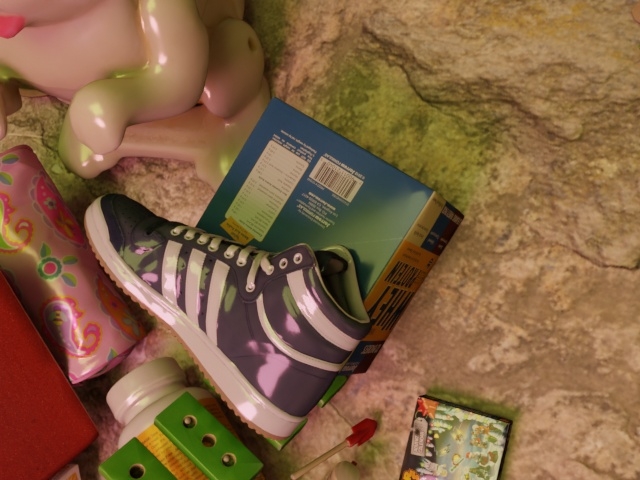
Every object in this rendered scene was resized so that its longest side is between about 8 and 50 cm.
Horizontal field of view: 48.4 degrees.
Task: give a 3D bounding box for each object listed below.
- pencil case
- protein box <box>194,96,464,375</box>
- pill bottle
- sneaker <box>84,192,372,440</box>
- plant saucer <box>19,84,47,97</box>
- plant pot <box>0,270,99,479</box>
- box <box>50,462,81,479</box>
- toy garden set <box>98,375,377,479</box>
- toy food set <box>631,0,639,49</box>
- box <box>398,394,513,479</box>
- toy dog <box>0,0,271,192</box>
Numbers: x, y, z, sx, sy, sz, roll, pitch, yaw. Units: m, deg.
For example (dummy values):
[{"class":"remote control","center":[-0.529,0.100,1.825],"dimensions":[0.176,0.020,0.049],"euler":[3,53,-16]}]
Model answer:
[{"class":"pencil case","center":[-0.321,0.031,0.832],"dimensions":[0.124,0.124,0.284],"euler":[-31,92,16]},{"class":"protein box","center":[0.000,0.000,0.732],"dimensions":[0.200,0.136,0.201],"euler":[34,96,23]},{"class":"pill bottle","center":[-0.144,0.235,0.770],"dimensions":[0.117,0.118,0.208],"euler":[-43,69,12]},{"class":"sneaker","center":[-0.078,0.021,0.630],"dimensions":[0.282,0.099,0.153],"euler":[45,107,15]},{"class":"plant saucer","center":[-0.367,-0.328,0.989],"dimensions":[0.278,0.041,0.277],"euler":[-4,80,22]},{"class":"plant pot","center":[-0.451,0.185,0.742],"dimensions":[0.268,0.235,0.267],"euler":[0,124,29]},{"class":"box","center":[-0.359,0.343,0.784],"dimensions":[0.103,0.203,0.114],"euler":[-1,107,22]},{"class":"toy garden set","center":[-0.055,0.219,0.706],"dimensions":[0.204,0.244,0.049],"euler":[39,141,16]},{"class":"toy food set","center":[0.346,-0.162,0.624],"dimensions":[0.039,0.132,0.192],"euler":[-14,72,-26]},{"class":"box","center":[0.128,0.232,0.703],"dimensions":[0.094,0.027,0.136],"euler":[12,87,25]},{"class":"toy dog","center":[-0.209,-0.255,0.701],"dimensions":[0.285,0.408,0.395],"euler":[17,82,18]}]
